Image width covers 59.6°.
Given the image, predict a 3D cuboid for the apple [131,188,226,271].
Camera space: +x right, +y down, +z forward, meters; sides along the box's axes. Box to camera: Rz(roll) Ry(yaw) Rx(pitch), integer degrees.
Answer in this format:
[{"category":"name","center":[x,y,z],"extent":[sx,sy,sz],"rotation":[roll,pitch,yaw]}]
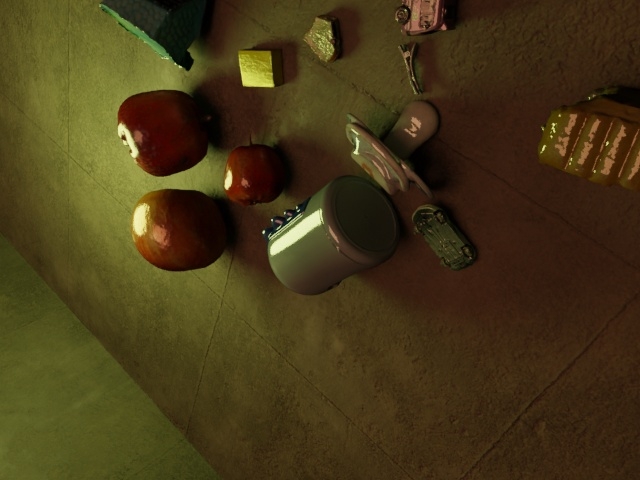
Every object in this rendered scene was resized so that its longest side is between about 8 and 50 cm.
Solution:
[{"category":"apple","center":[-0.464,-0.051,1.817],"extent":[0.302,0.301,0.301],"rotation":[20,123,34]}]

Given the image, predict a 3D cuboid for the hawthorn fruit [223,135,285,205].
[{"category":"hawthorn fruit","center":[-0.194,-0.201,1.589],"extent":[0.179,0.179,0.200],"rotation":[-13,89,45]}]

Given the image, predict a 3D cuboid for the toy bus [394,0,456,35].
[{"category":"toy bus","center":[0.219,-0.512,1.112],"extent":[0.108,0.096,0.198],"rotation":[15,117,31]}]

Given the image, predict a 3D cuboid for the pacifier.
[{"category":"pacifier","center":[0.184,-0.223,1.259],"extent":[0.207,0.227,0.279],"rotation":[-45,76,4]}]

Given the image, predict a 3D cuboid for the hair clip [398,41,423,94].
[{"category":"hair clip","center":[0.208,-0.380,1.233],"extent":[0.039,0.030,0.115],"rotation":[-7,106,42]}]

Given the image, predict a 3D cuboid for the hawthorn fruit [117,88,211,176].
[{"category":"hawthorn fruit","center":[-0.468,-0.333,1.701],"extent":[0.300,0.275,0.275],"rotation":[-17,101,9]}]

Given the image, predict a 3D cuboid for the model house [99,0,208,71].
[{"category":"model house","center":[-0.442,-0.666,1.592],"extent":[0.261,0.226,0.241],"rotation":[36,93,19]}]

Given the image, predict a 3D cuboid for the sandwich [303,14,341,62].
[{"category":"sandwich","center":[0.016,-0.487,1.347],"extent":[0.105,0.036,0.093],"rotation":[55,135,5]}]

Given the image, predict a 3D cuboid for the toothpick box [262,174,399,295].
[{"category":"toothpick box","center":[0.000,0.000,1.459],"extent":[0.355,0.263,0.263],"rotation":[-34,86,47]}]

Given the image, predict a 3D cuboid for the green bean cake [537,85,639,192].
[{"category":"green bean cake","center":[0.505,-0.176,0.925],"extent":[0.233,0.236,0.124],"rotation":[24,122,29]}]

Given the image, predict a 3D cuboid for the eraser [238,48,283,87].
[{"category":"eraser","center":[-0.160,-0.467,1.509],"extent":[0.122,0.045,0.097],"rotation":[13,119,36]}]

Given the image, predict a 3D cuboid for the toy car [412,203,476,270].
[{"category":"toy car","center":[0.294,-0.012,1.320],"extent":[0.186,0.058,0.093],"rotation":[50,136,-6]}]
